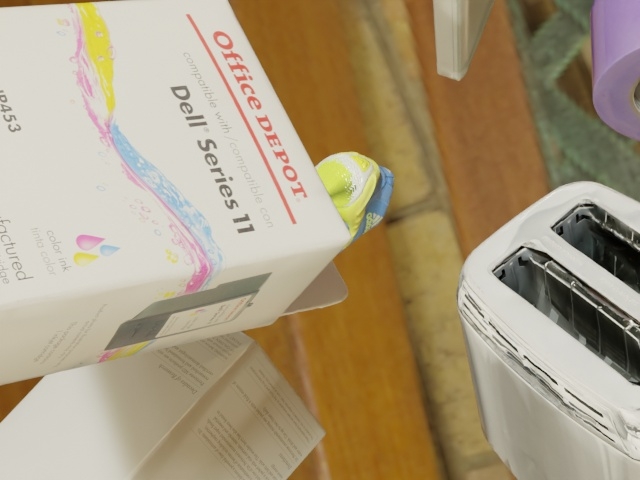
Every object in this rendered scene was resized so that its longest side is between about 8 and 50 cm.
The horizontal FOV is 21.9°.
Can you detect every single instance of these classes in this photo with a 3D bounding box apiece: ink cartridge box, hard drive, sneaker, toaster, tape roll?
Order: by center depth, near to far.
[{"bbox_3d":[0.158,0.070,0.848,0.129,0.227,0.146,-34,136,-15],"label":"toaster"},{"bbox_3d":[-0.126,-0.041,1.045,0.353,0.119,0.207,-11,65,-40],"label":"ink cartridge box"},{"bbox_3d":[0.311,-0.151,1.322,0.189,0.189,0.080,26,57,-41],"label":"tape roll"},{"bbox_3d":[0.171,-0.320,1.782,0.307,0.040,0.203,73,37,-74],"label":"hard drive"},{"bbox_3d":[0.000,0.000,1.830,0.126,0.240,0.091,-3,54,-54],"label":"sneaker"}]

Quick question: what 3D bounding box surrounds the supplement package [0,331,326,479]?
[{"bbox_3d":[-0.175,0.209,1.554,0.293,0.175,0.177,-47,138,-14],"label":"supplement package"}]
